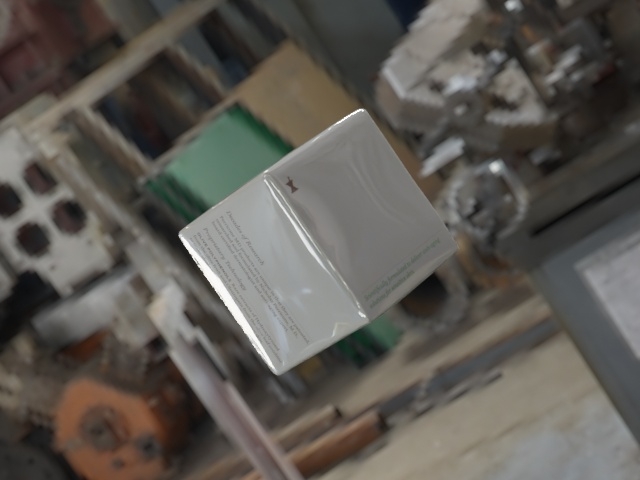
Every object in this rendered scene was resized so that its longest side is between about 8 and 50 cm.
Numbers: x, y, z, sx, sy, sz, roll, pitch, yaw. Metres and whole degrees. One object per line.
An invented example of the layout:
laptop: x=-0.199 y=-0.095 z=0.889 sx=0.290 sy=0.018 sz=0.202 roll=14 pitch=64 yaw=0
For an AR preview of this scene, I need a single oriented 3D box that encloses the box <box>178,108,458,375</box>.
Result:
box: x=0.000 y=0.000 z=1.007 sx=0.087 sy=0.102 sz=0.101 roll=-34 pitch=1 yaw=43
